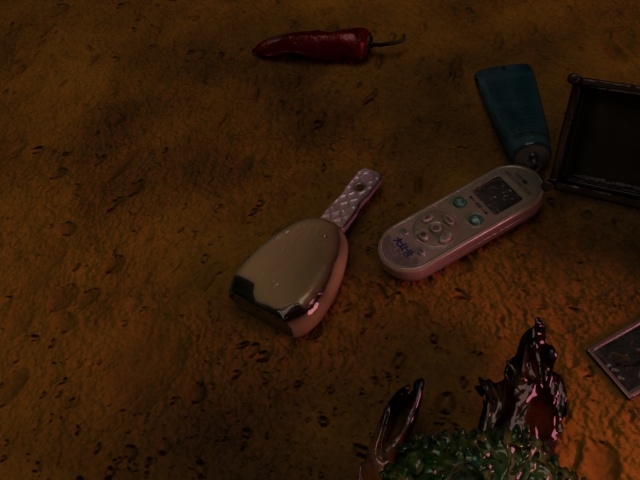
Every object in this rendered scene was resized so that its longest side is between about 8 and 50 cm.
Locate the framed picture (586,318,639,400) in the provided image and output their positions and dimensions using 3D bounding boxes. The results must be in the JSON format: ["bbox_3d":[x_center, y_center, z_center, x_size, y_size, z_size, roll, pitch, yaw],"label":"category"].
[{"bbox_3d":[0.330,0.116,0.674,0.089,0.006,0.066,-27,51,-6],"label":"framed picture"}]

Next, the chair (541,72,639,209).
[{"bbox_3d":[0.359,-0.117,0.769,0.155,0.141,0.260,17,15,25],"label":"chair"}]

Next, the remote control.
[{"bbox_3d":[0.171,-0.021,0.798,0.221,0.042,0.078,-28,51,-9],"label":"remote control"}]

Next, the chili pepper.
[{"bbox_3d":[0.004,-0.319,1.062,0.268,0.050,0.059,5,71,19],"label":"chili pepper"}]

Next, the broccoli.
[{"bbox_3d":[0.114,0.241,0.472,0.194,0.194,0.219,26,91,29],"label":"broccoli"}]

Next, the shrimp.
[{"bbox_3d":[0.134,0.198,0.629,0.178,0.075,0.289,10,71,19],"label":"shrimp"}]

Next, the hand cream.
[{"bbox_3d":[0.265,-0.170,0.892,0.083,0.048,0.224,-7,46,9],"label":"hand cream"}]

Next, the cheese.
[{"bbox_3d":[0.000,0.000,0.820,0.127,0.054,0.251,24,62,29],"label":"cheese"}]
